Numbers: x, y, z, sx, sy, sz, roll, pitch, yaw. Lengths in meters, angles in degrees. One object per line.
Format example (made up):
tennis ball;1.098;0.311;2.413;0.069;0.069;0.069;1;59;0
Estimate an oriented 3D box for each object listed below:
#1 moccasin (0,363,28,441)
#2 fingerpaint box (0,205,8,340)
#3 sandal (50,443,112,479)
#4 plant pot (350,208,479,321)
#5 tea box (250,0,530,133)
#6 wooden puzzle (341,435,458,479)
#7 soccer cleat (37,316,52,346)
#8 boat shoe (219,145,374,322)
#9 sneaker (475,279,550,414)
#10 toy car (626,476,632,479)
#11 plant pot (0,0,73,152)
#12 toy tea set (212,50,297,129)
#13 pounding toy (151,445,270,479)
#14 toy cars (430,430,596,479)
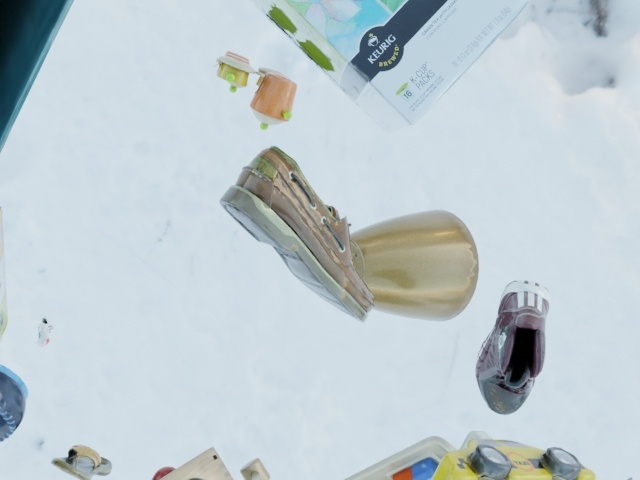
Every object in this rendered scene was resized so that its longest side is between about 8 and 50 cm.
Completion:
moccasin;-0.432;0.211;0.748;0.341;0.117;0.138;-21;125;14
fingerpaint box;-0.622;0.206;1.207;0.163;0.371;0.445;13;53;-11
sandal;-0.400;0.372;1.352;0.072;0.180;0.049;21;81;12
plant pot;0.148;0.053;1.605;0.254;0.237;0.237;0;79;-38
tea box;0.068;-0.337;1.105;0.323;0.329;0.220;43;94;-5
wooden puzzle;0.201;0.556;1.635;0.347;0.081;0.322;-30;124;26
soccer cleat;-0.604;0.200;1.732;0.029;0.083;0.036;-16;120;4
boat shoe;0.000;0.000;1.064;0.110;0.307;0.104;22;71;45
sneaker;0.314;0.217;1.322;0.106;0.162;0.281;8;122;10
toy car;0.595;0.579;1.635;0.188;0.149;0.155;-41;125;-9
plant pot;-0.257;-0.192;0.477;0.165;0.234;0.166;17;120;-36
toy tea set;-0.165;-0.347;1.844;0.200;0.336;0.124;19;103;-12
pounding toy;-0.157;0.322;1.046;0.181;0.206;0.094;-40;79;36
toy cars;0.069;0.276;0.718;0.393;0.087;0.177;-29;125;-13
